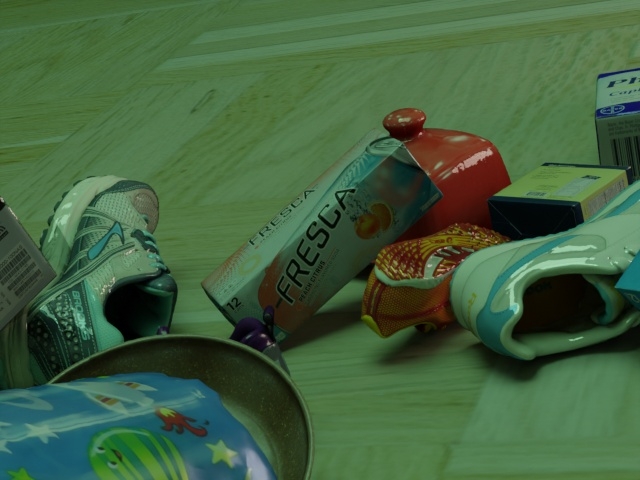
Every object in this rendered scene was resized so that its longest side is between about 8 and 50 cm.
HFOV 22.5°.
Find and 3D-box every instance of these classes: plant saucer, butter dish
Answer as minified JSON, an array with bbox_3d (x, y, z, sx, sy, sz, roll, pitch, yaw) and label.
[{"bbox_3d":[-0.097,0.140,0.935,0.199,0.036,0.198,-8,44,8],"label":"plant saucer"},{"bbox_3d":[0.078,-0.051,1.318,0.160,0.118,0.160,5,26,43],"label":"butter dish"}]

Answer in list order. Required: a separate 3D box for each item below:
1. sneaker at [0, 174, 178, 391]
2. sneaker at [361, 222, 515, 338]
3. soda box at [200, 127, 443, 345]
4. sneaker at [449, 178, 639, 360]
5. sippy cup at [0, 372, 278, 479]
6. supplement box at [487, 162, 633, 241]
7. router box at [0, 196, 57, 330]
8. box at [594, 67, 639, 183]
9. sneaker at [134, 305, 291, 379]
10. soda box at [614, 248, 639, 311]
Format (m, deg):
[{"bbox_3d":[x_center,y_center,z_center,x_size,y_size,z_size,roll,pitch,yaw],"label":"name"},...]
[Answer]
[{"bbox_3d":[-0.164,0.040,1.276,0.122,0.110,0.283,5,30,12],"label":"sneaker"},{"bbox_3d":[0.093,0.030,1.173,0.175,0.067,0.064,-8,39,-41],"label":"sneaker"},{"bbox_3d":[0.000,0.000,1.207,0.183,0.058,0.063,-43,25,-4],"label":"soda box"},{"bbox_3d":[0.208,0.021,1.102,0.229,0.087,0.092,-24,23,-7],"label":"sneaker"},{"bbox_3d":[-0.136,0.164,0.726,0.224,0.240,0.305,-17,40,-43],"label":"sippy cup"},{"bbox_3d":[0.190,-0.020,1.255,0.083,0.056,0.083,6,27,42],"label":"supplement box"},{"bbox_3d":[-0.370,0.083,1.133,0.243,0.081,0.309,8,48,48],"label":"router box"},{"bbox_3d":[0.303,-0.103,1.395,0.126,0.072,0.137,-7,19,12],"label":"box"},{"bbox_3d":[-0.126,0.105,1.036,0.224,0.098,0.083,-15,19,-8],"label":"sneaker"},{"bbox_3d":[0.286,-0.030,1.047,0.210,0.067,0.071,-54,23,-13],"label":"soda box"}]
